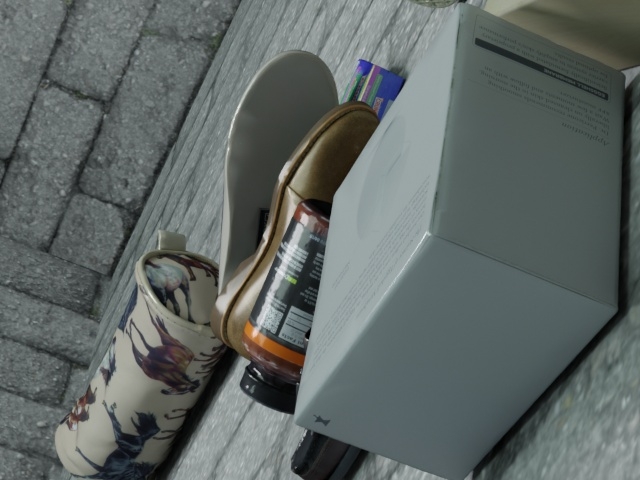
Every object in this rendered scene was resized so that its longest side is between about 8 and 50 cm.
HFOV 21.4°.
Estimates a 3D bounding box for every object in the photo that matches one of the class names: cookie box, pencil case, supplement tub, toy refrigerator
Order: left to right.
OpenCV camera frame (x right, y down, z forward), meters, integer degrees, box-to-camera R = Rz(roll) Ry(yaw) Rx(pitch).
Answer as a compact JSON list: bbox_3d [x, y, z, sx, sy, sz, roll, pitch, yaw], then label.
[{"bbox_3d":[-0.241,0.186,2.348,0.184,0.159,0.410,-99,30,-45],"label":"pencil case"},{"bbox_3d":[-0.010,0.066,1.636,0.106,0.106,0.198,-113,46,-74],"label":"supplement tub"},{"bbox_3d":[0.052,-0.154,1.911,0.107,0.040,0.092,-134,66,-77],"label":"cookie box"},{"bbox_3d":[0.203,-0.182,1.103,0.269,0.102,0.094,173,117,-78],"label":"toy refrigerator"}]

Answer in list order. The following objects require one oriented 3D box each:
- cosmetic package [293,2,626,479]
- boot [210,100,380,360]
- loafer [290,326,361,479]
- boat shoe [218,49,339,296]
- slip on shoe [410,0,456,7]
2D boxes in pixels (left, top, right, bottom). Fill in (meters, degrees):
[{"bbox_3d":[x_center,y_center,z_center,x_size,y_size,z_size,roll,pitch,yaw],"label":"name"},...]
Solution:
[{"bbox_3d":[0.097,0.005,1.164,0.224,0.138,0.225,123,165,-46],"label":"cosmetic package"},{"bbox_3d":[0.000,0.000,1.814,0.115,0.112,0.305,34,99,48],"label":"boot"},{"bbox_3d":[0.029,0.072,1.468,0.109,0.095,0.303,-102,35,-70],"label":"loafer"},{"bbox_3d":[-0.058,-0.059,1.956,0.158,0.127,0.341,-105,28,-77],"label":"boat shoe"},{"bbox_3d":[0.150,-0.347,1.634,0.331,0.123,0.101,124,168,-63],"label":"slip on shoe"}]
